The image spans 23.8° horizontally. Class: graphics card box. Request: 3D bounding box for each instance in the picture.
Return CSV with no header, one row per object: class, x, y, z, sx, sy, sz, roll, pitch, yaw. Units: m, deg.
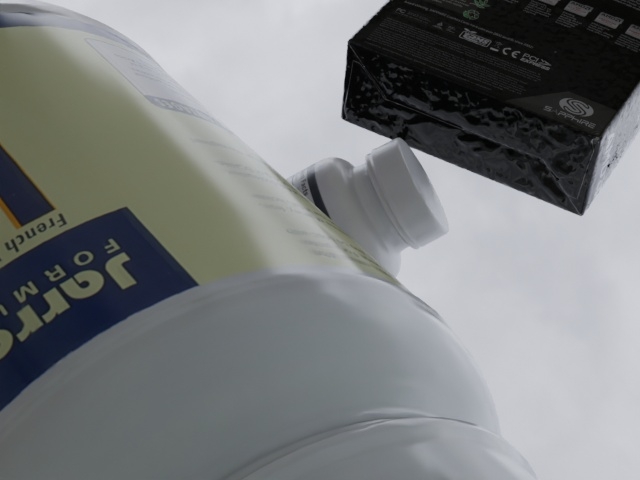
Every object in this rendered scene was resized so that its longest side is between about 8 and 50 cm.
graphics card box,0.205,-0.194,1.345,0.233,0.094,0.371,23,-135,18

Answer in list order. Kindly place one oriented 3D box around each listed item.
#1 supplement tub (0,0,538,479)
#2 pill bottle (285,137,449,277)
supplement tub,-0.080,0.073,0.573,0.235,0.235,0.325,-47,-131,-1
pill bottle,0.000,0.000,1.145,0.180,0.108,0.108,-27,-123,13
